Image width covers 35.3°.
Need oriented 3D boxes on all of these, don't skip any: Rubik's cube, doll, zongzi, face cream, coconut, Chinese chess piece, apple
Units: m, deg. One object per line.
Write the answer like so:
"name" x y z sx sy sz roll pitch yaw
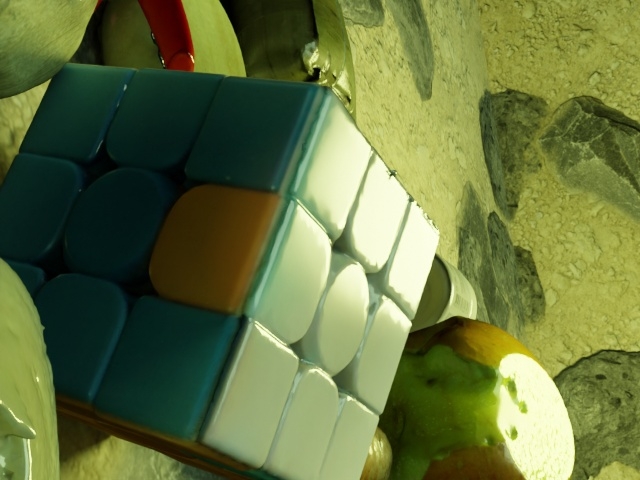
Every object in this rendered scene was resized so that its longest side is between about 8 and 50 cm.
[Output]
"Rubik's cube" -0.102 0.043 0.891 0.291 0.292 0.290 45 59 -55
"doll" -0.214 -0.331 1.109 0.099 0.188 0.384 116 -28 -49
"zongzi" -0.015 -0.323 1.596 0.360 0.160 0.323 40 44 -58
"face cream" 0.184 0.111 1.853 0.153 0.177 0.177 33 49 -58
"coconut" -0.276 -0.234 0.823 0.224 0.224 0.224 -12 90 -69
"Chinese chess piece" -0.177 -0.217 1.225 0.238 0.092 0.237 -11 90 -70
"apple" 0.210 0.293 1.576 0.384 0.374 0.374 32 49 -77

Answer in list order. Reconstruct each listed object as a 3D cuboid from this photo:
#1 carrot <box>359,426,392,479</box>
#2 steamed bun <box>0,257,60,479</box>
"carrot" -0.014 0.274 1.327 0.302 0.139 0.138 39 43 -51
"steamed bun" -0.280 0.155 0.534 0.273 0.290 0.272 -61 149 -70
